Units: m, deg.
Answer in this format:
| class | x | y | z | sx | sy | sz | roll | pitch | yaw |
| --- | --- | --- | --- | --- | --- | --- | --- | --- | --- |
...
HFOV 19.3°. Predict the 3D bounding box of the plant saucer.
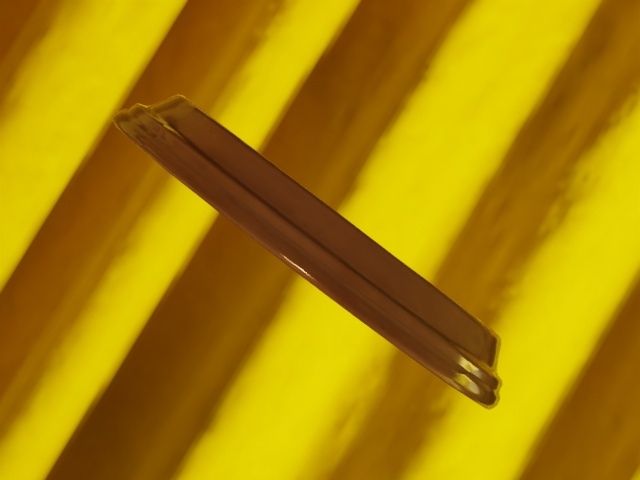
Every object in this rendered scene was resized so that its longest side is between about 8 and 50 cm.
| class | x | y | z | sx | sy | sz | roll | pitch | yaw |
| --- | --- | --- | --- | --- | --- | --- | --- | --- | --- |
| plant saucer | 0.000 | 0.000 | 1.090 | 0.278 | 0.041 | 0.278 | 36 | 1 | -1 |
